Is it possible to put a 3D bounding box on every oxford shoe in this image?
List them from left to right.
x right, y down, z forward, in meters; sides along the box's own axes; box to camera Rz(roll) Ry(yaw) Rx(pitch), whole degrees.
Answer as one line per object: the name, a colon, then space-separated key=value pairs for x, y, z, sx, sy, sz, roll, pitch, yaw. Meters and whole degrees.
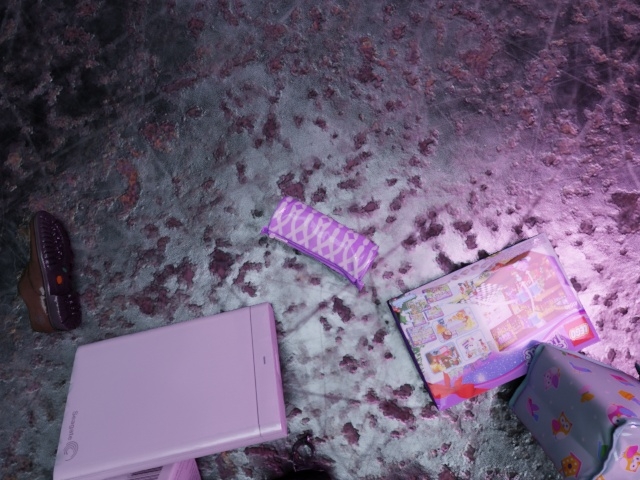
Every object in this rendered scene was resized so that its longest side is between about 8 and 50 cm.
oxford shoe: x=-0.512 y=0.057 z=0.874 sx=0.096 sy=0.083 sz=0.227 roll=-11 pitch=81 yaw=7

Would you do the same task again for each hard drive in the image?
hard drive: x=-0.243 y=0.243 z=0.795 sx=0.354 sy=0.047 sz=0.232 roll=-14 pitch=49 yaw=2

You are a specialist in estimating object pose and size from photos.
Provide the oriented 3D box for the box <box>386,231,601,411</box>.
box: x=0.288 y=0.136 z=0.823 sx=0.294 sy=0.057 sz=0.200 roll=-23 pitch=81 yaw=0

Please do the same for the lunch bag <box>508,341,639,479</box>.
lunch bag: x=0.455 y=0.280 z=0.694 sx=0.263 sy=0.223 sz=0.160 roll=18 pitch=103 yaw=-6

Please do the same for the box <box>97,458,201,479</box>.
box: x=-0.299 y=0.421 z=0.748 sx=0.182 sy=0.181 sz=0.118 roll=-12 pitch=104 yaw=2

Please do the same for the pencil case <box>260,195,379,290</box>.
pencil case: x=0.000 y=0.000 z=0.844 sx=0.206 sy=0.086 sz=0.088 roll=27 pitch=51 yaw=8

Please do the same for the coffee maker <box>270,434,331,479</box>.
coffee maker: x=-0.067 y=0.403 z=0.736 sx=0.120 sy=0.178 sz=0.171 roll=-38 pitch=56 yaw=15
